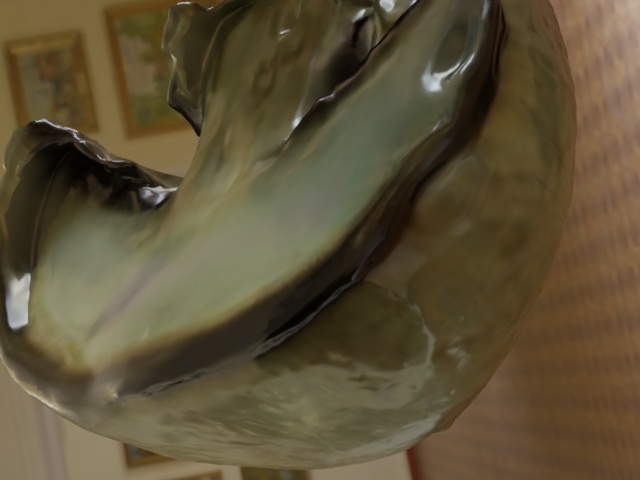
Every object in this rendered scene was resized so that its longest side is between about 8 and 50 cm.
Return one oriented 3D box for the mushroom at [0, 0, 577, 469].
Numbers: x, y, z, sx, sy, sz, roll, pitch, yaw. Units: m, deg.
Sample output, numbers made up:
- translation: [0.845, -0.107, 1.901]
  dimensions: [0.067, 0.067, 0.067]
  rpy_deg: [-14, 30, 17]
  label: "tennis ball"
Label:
- translation: [0.003, 0.005, 0.551]
  dimensions: [0.164, 0.267, 0.189]
  rpy_deg: [33, -142, -38]
  label: "mushroom"
